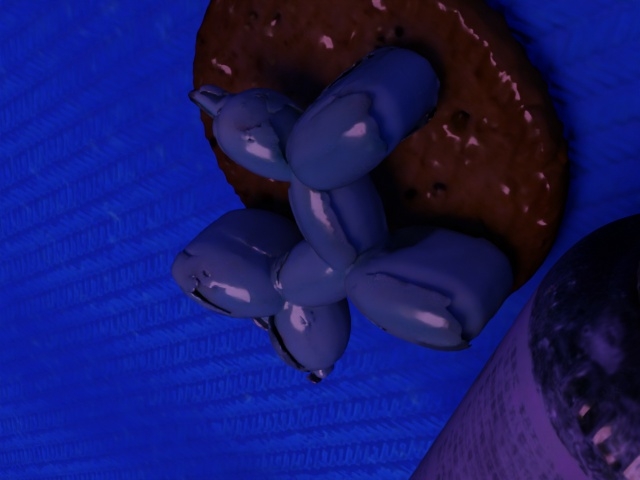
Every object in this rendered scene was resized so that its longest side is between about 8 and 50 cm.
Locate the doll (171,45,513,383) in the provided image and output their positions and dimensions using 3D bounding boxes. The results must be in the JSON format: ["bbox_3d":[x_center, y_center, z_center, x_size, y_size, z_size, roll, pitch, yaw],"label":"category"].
[{"bbox_3d":[0.000,0.000,0.514,0.158,0.059,0.159,2,125,38],"label":"doll"}]

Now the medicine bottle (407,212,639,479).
[{"bbox_3d":[0.121,0.088,0.456,0.141,0.141,0.293,36,140,13],"label":"medicine bottle"}]

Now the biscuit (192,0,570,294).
[{"bbox_3d":[0.022,-0.046,0.524,0.188,0.027,0.188,23,136,25],"label":"biscuit"}]
